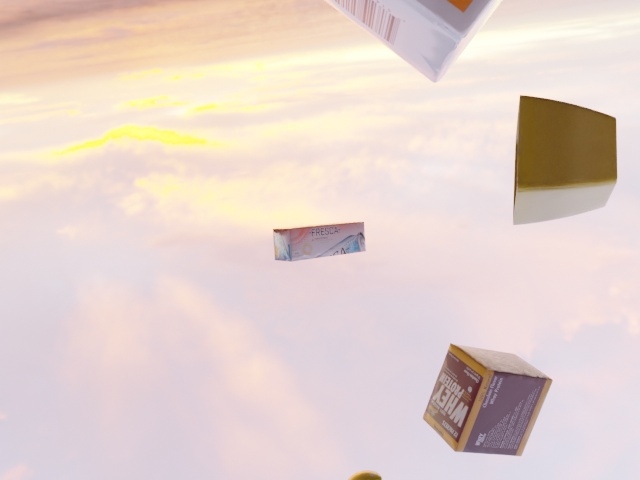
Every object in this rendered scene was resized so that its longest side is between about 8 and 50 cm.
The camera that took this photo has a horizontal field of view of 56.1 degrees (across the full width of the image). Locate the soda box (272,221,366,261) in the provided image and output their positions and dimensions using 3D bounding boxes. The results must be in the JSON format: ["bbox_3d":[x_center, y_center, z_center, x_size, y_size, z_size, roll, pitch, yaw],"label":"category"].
[{"bbox_3d":[0.000,0.000,1.145,0.183,0.063,0.058,-7,-175,-36],"label":"soda box"}]

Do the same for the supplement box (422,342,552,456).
[{"bbox_3d":[0.362,0.347,1.312,0.194,0.191,0.129,13,-169,-27],"label":"supplement box"}]

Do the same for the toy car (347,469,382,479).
[{"bbox_3d":[0.012,0.427,0.730,0.053,0.225,0.239,25,-149,-27],"label":"toy car"}]

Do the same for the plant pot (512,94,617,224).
[{"bbox_3d":[0.503,-0.161,1.248,0.187,0.212,0.212,2,162,16],"label":"plant pot"}]

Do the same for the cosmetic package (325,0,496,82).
[{"bbox_3d":[0.183,-0.429,0.635,0.230,0.453,0.161,37,180,2],"label":"cosmetic package"}]
